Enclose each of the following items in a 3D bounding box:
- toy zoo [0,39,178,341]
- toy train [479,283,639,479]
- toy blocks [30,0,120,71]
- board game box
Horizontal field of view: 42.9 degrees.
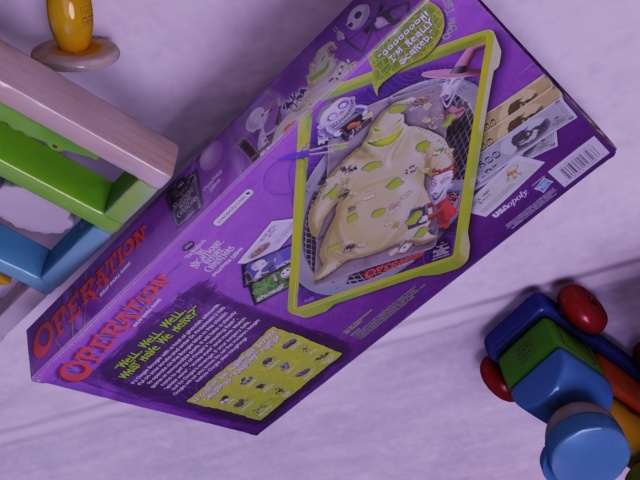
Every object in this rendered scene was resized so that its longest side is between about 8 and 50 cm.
[{"bbox_3d":[-0.248,-0.020,0.512,0.192,0.030,0.293,31,133,-29],"label":"toy zoo"},{"bbox_3d":[0.241,0.153,0.609,0.248,0.143,0.105,34,115,-19],"label":"toy train"},{"bbox_3d":[-0.178,-0.169,0.447,0.123,0.054,0.148,-8,123,-18],"label":"toy blocks"},{"bbox_3d":[0.000,0.000,0.526,0.347,0.056,0.208,-41,142,20],"label":"board game box"}]
